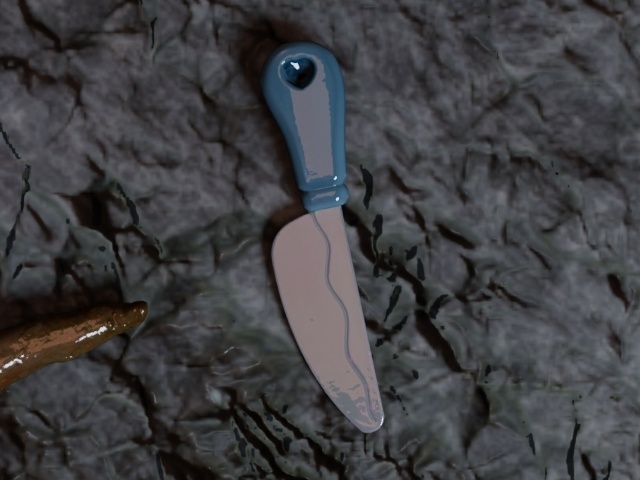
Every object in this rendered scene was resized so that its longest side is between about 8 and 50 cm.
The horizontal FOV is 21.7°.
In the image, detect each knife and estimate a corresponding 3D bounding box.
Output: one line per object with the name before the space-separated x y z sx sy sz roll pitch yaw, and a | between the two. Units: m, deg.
knife | -0.002 0.000 1.024 0.058 0.032 0.244 -7 93 -3

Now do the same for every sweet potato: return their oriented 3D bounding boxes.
sweet potato | -0.201 0.087 1.010 0.214 0.050 0.050 -35 90 -7
